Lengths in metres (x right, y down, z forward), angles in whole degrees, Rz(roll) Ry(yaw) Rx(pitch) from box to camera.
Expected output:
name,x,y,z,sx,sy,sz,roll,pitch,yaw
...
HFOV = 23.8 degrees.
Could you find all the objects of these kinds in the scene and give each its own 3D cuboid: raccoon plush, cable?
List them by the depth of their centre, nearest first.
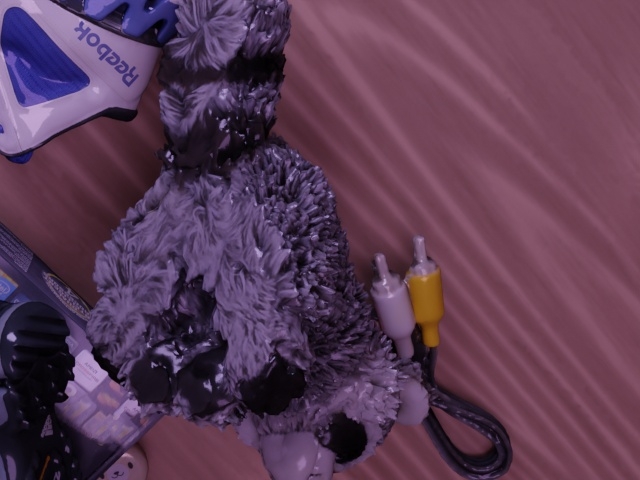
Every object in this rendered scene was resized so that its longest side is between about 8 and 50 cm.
name,x,y,z,sx,sy,sz,roll,pitch,yaw
raccoon plush,0.000,0.000,1.293,0.299,0.216,0.446,14,95,-55
cable,0.087,0.135,1.446,0.140,0.072,0.287,-26,110,2

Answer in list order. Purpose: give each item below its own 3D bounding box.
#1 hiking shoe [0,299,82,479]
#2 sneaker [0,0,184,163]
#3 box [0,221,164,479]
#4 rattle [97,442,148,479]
name,x,y,z,sx,sy,sz,roll,pitch,yaw
hiking shoe,-0.278,0.176,1.261,0.132,0.113,0.304,16,112,22
sneaker,-0.272,-0.164,1.247,0.316,0.127,0.182,16,103,-17
box,-0.378,0.111,1.322,0.318,0.097,0.395,-43,103,5
rattle,-0.209,0.244,1.401,0.130,0.143,0.199,31,108,-2
